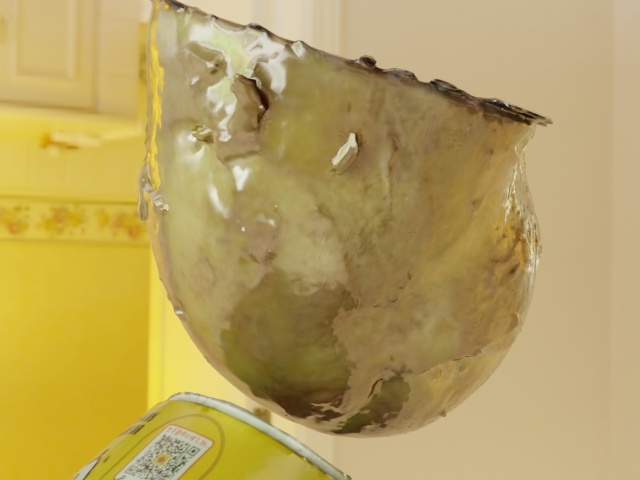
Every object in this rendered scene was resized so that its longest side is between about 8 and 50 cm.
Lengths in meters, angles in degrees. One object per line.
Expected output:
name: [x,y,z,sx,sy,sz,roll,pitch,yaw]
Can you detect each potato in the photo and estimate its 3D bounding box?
potato: [0.000,0.000,0.810,0.289,0.237,0.301,18,-174,3]

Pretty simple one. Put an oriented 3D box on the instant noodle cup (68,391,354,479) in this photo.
instant noodle cup: [-0.080,0.262,0.715,0.254,0.325,0.325,-47,-154,-27]
